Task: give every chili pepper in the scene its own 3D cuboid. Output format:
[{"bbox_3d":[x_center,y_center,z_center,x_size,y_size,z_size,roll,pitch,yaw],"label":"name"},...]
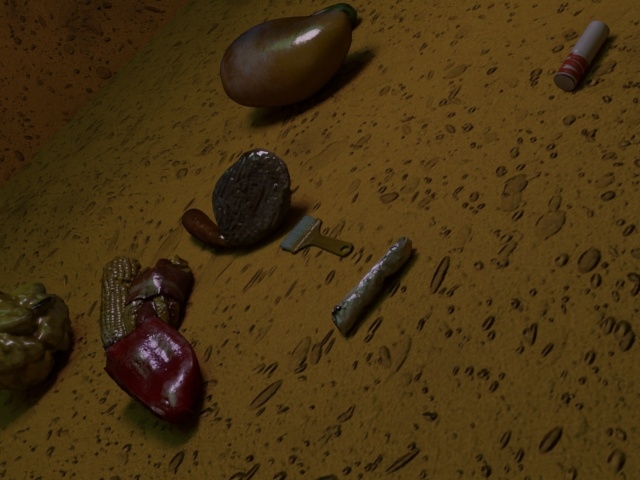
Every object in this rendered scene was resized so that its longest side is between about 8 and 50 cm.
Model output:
[{"bbox_3d":[-0.267,0.233,1.502,0.144,0.136,0.252,-7,22,-35],"label":"chili pepper"}]

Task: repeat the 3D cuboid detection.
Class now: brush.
[{"bbox_3d":[0.000,0.000,1.568,0.083,0.011,0.205,-49,30,-14],"label":"brush"}]

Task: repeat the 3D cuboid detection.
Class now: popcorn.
[{"bbox_3d":[-0.681,0.207,1.923,0.252,0.215,0.286,-4,22,-10],"label":"popcorn"}]

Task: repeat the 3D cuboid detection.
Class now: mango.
[{"bbox_3d":[-0.078,-0.432,2.052,0.384,0.199,0.221,-19,37,34],"label":"mango"}]

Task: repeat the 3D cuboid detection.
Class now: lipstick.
[{"bbox_3d":[0.431,-0.305,1.421,0.038,0.038,0.131,6,54,54],"label":"lipstick"}]

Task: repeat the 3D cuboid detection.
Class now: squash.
[{"bbox_3d":[-0.043,-0.536,2.274,0.331,0.087,0.087,-22,34,35],"label":"squash"}]

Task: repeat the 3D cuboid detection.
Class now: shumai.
[{"bbox_3d":[-0.123,-0.095,1.738,0.209,0.161,0.153,-65,-10,22],"label":"shumai"}]

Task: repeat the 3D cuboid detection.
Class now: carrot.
[{"bbox_3d":[-0.240,-0.020,1.847,0.059,0.059,0.248,-47,32,-9],"label":"carrot"}]

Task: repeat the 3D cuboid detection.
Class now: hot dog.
[{"bbox_3d":[-0.329,0.104,1.731,0.123,0.093,0.261,-17,35,14],"label":"hot dog"}]

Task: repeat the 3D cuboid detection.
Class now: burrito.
[{"bbox_3d":[0.083,0.066,1.348,0.185,0.041,0.045,-48,-12,-9],"label":"burrito"}]

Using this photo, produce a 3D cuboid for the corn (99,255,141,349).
[{"bbox_3d":[-0.422,0.132,1.828,0.097,0.097,0.320,-36,32,12],"label":"corn"}]
